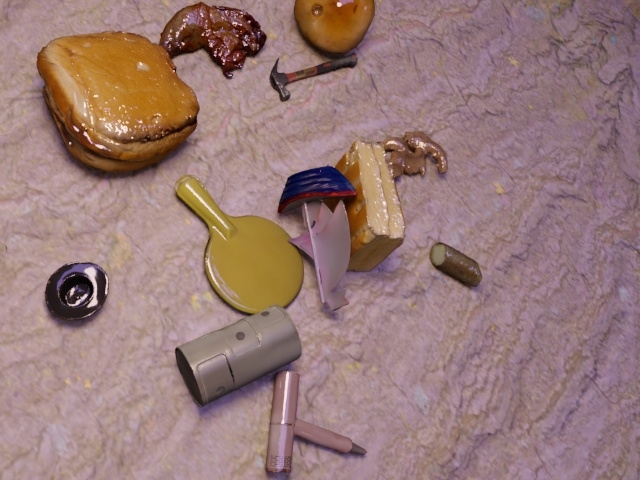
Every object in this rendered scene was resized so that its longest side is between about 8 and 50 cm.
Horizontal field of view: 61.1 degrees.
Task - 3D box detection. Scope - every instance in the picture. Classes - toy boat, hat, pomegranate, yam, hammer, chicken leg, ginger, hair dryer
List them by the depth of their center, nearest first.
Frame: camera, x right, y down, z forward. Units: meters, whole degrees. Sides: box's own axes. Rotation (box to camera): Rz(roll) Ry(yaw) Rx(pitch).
[{"bbox_3d":[-0.467,0.099,1.046,0.121,0.050,0.121,6,72,-18],"label":"hat"},{"bbox_3d":[0.001,0.383,1.128,0.221,0.054,0.195,12,65,-19],"label":"hair dryer"},{"bbox_3d":[0.013,-0.023,1.175,0.072,0.219,0.318,-2,60,-48],"label":"toy boat"},{"bbox_3d":[-0.287,-0.497,1.355,0.323,0.083,0.177,-3,86,-27],"label":"chicken leg"},{"bbox_3d":[0.354,0.060,1.399,0.147,0.069,0.069,28,61,-8],"label":"yam"},{"bbox_3d":[0.038,-0.623,1.458,0.233,0.233,0.232,8,66,-20],"label":"pomegranate"},{"bbox_3d":[0.215,-0.227,1.466,0.259,0.065,0.149,-13,62,-21],"label":"ginger"},{"bbox_3d":[-0.012,-0.464,1.479,0.288,0.033,0.111,-24,81,-29],"label":"hammer"}]

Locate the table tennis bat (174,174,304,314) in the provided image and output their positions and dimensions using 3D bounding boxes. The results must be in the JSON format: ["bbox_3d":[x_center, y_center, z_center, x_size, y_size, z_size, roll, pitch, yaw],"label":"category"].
[{"bbox_3d":[-0.190,0.004,1.206,0.368,0.054,0.224,48,57,-3],"label":"table tennis bat"}]

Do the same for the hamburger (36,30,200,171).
[{"bbox_3d":[-0.424,-0.299,1.155,0.284,0.174,0.304,-22,79,-31],"label":"hamburger"}]

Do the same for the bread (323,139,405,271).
[{"bbox_3d":[0.094,-0.073,1.242,0.111,0.246,0.239,-4,71,-20],"label":"bread"}]

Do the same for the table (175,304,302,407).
[{"bbox_3d":[-0.161,0.225,1.081,0.220,0.126,0.126,-22,79,-27],"label":"table"}]
